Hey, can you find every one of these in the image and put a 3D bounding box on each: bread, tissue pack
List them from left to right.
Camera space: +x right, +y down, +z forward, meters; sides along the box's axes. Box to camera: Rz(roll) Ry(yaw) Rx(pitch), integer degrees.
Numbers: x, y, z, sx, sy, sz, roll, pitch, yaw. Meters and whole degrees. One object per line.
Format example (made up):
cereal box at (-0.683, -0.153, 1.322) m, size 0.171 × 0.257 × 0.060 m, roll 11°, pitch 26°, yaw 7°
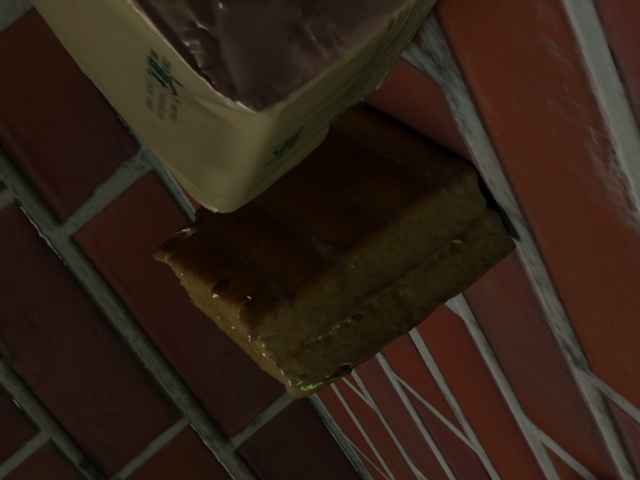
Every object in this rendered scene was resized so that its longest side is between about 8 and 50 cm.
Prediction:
tissue pack at (-0.080, -0.201, 1.142) m, size 0.297 × 0.207 × 0.380 m, roll 50°, pitch 171°, yaw 3°
bread at (0.000, 0.000, 1.485) m, size 0.111 × 0.239 × 0.246 m, roll 60°, pitch 168°, yaw -31°
